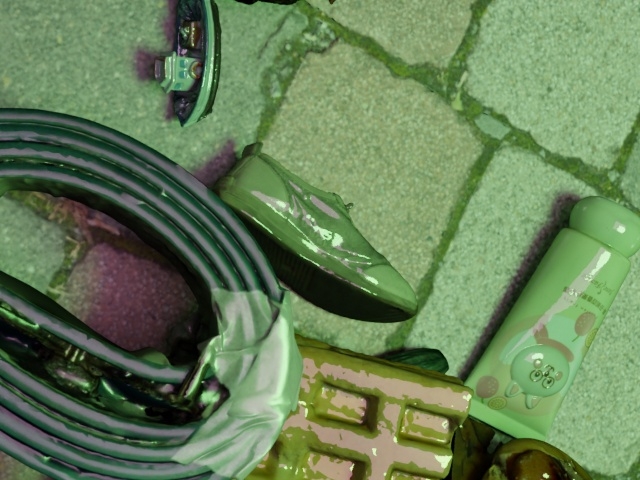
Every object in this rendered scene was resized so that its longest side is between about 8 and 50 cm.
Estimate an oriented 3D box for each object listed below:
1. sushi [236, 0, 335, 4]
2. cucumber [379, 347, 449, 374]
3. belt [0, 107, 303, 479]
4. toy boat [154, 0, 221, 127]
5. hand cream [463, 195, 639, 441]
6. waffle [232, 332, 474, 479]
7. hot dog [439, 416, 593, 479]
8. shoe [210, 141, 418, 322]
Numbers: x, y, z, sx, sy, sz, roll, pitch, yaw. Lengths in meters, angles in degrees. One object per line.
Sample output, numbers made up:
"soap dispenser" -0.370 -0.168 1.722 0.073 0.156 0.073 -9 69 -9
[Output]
"sushi" -0.094 -0.344 1.155 0.343 0.182 0.196 16 93 -20
"cucumber" 0.105 0.151 1.336 0.105 0.048 0.048 -13 98 -22
"belt" -0.220 0.057 1.098 0.436 0.173 0.300 35 83 -12
"toy boat" -0.140 -0.188 1.205 0.066 0.059 0.140 -3 99 -39
"hand cream" 0.283 0.092 1.396 0.147 0.093 0.306 28 92 -25
"waffle" -0.023 0.276 1.238 0.304 0.077 0.348 14 85 -6
"hot dog" 0.284 0.325 1.344 0.326 0.107 0.194 32 56 -30
"shoe" 0.000 0.000 1.259 0.275 0.103 0.098 37 66 -22
